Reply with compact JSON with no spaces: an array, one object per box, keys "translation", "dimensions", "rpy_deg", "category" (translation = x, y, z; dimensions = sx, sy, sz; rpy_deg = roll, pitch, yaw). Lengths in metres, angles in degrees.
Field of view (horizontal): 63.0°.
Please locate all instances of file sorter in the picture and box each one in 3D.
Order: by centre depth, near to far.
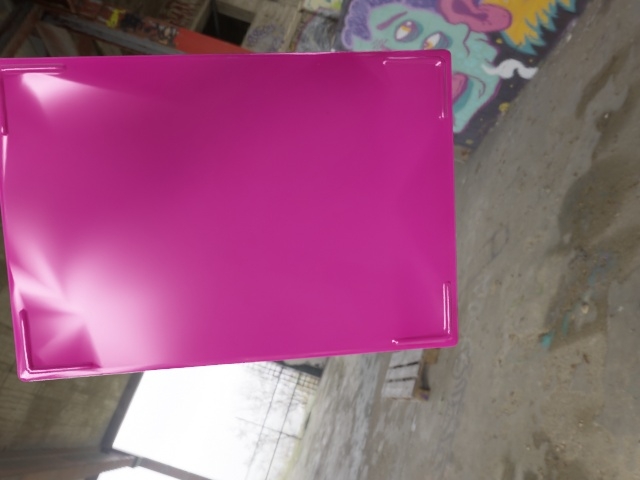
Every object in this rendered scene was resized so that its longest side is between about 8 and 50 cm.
[{"translation":[-0.063,-0.026,0.426],"dimensions":[0.182,0.291,0.201],"rpy_deg":[-139,46,-82],"category":"file sorter"}]
